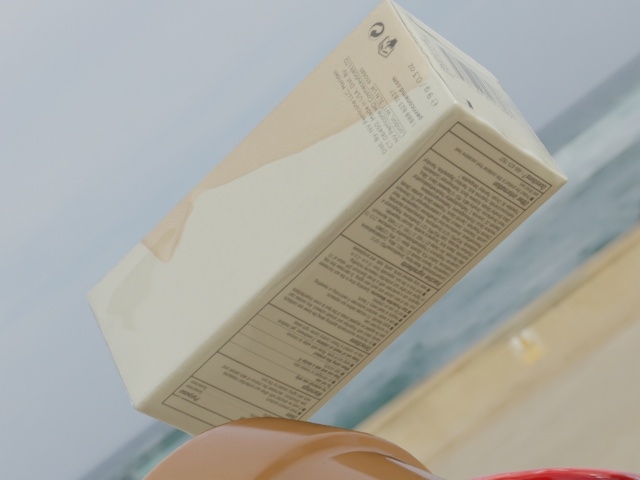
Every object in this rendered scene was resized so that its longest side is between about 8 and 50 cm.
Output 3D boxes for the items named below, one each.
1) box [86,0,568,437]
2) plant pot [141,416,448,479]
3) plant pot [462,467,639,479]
[{"bbox_3d":[0.000,0.000,1.369,0.311,0.121,0.148,-42,-42,15],"label":"box"},{"bbox_3d":[0.040,0.238,0.959,0.203,0.291,0.291,1,25,39],"label":"plant pot"},{"bbox_3d":[0.128,0.244,1.201,0.191,0.174,0.191,-6,7,1],"label":"plant pot"}]
